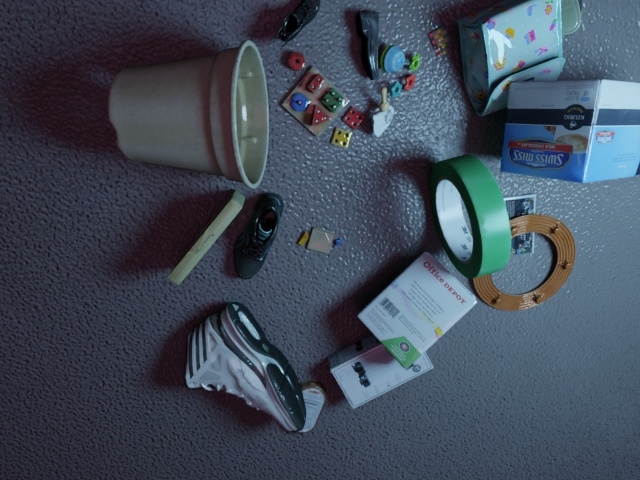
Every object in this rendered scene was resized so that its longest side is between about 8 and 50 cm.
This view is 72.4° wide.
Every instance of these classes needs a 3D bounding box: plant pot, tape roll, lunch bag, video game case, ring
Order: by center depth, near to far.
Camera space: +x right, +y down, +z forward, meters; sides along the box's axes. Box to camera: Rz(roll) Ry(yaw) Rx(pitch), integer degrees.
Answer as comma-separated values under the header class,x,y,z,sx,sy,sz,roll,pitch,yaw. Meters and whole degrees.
class,x,y,z,sx,sy,sz,roll,pitch,yaw
plant pot,-0.305,-0.295,1.043,0.306,0.334,0.333,2,106,5
lunch bag,0.498,-0.477,1.140,0.223,0.160,0.262,-24,121,-3
tape roll,0.385,-0.063,1.158,0.077,0.321,0.321,-15,107,-2
video game case,0.571,-0.041,1.343,0.173,0.022,0.190,-7,106,-4
ring,0.639,0.079,1.360,0.337,0.032,0.336,-2,113,-5

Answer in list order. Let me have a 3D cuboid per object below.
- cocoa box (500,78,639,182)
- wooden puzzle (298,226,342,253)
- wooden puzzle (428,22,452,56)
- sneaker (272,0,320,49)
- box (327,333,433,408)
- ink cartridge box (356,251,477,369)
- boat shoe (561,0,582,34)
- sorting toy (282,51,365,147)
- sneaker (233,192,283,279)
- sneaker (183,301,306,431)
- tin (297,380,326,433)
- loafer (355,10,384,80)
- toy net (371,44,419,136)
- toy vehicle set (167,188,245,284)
class,x,y,z,sx,sy,sz,roll,pitch,yaw
cocoa box,0.671,-0.281,1.116,0.347,0.231,0.228,-9,110,-31
wooden puzzle,0.000,0.000,1.297,0.116,0.014,0.078,22,107,-12
wooden puzzle,0.322,-0.542,1.177,0.049,0.006,0.083,-29,107,3
sneaker,-0.057,-0.549,1.090,0.051,0.089,0.170,39,99,-15
box,0.187,0.387,1.390,0.290,0.087,0.169,-29,107,2
ink cartridge box,0.277,0.202,1.273,0.278,0.117,0.201,-43,73,-1
boat shoe,0.642,-0.659,1.149,0.081,0.069,0.227,-1,107,31
sorting toy,-0.004,-0.364,1.173,0.274,0.046,0.132,40,99,-15
sneaker,-0.182,-0.005,1.228,0.101,0.106,0.267,18,105,-12
sneaker,-0.243,0.424,1.337,0.257,0.169,0.447,-30,99,12
tin,-0.046,0.551,1.440,0.106,0.040,0.189,17,104,-15
loafer,0.138,-0.508,1.140,0.061,0.062,0.170,-14,111,-8
toy net,0.189,-0.397,1.183,0.122,0.045,0.232,-6,122,-46
toy vehicle set,-0.301,-0.015,1.178,0.035,0.166,0.267,39,99,-15
